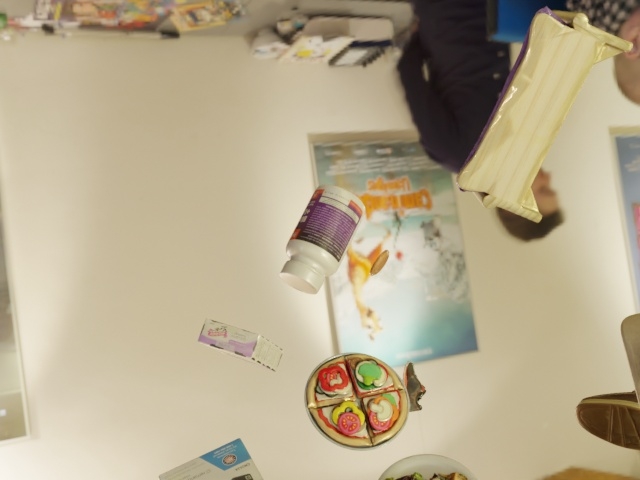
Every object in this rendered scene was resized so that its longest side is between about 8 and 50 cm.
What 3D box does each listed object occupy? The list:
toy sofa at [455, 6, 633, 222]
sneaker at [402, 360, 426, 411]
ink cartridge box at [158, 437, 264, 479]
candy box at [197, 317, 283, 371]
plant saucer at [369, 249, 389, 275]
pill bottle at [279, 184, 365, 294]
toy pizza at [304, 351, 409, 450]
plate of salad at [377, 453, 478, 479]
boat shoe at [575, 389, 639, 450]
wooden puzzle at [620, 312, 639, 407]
[{"bbox_3d":[0.379,-0.232,1.326,0.177,0.362,0.150,20,-162,-7],"label":"toy sofa"},{"bbox_3d":[0.253,0.399,1.978,0.065,0.157,0.061,1,138,7],"label":"sneaker"},{"bbox_3d":[-0.219,0.658,1.724,0.223,0.129,0.307,-20,-133,-23],"label":"ink cartridge box"},{"bbox_3d":[-0.212,0.282,1.969,0.165,0.070,0.196,14,165,21],"label":"candy box"},{"bbox_3d":[0.163,0.063,2.000,0.013,0.083,0.083,35,-167,18],"label":"plant saucer"},{"bbox_3d":[0.000,0.000,1.381,0.108,0.193,0.108,23,158,10],"label":"pill bottle"},{"bbox_3d":[0.070,0.295,1.374,0.201,0.201,0.032,-7,143,-14],"label":"toy pizza"},{"bbox_3d":[0.191,0.453,1.289,0.200,0.048,0.199,-4,-143,3],"label":"plate of salad"},{"bbox_3d":[0.737,0.372,1.588,0.342,0.123,0.123,-4,-154,30],"label":"boat shoe"},{"bbox_3d":[0.718,0.274,1.271,0.322,0.347,0.080,-17,166,33],"label":"wooden puzzle"}]
